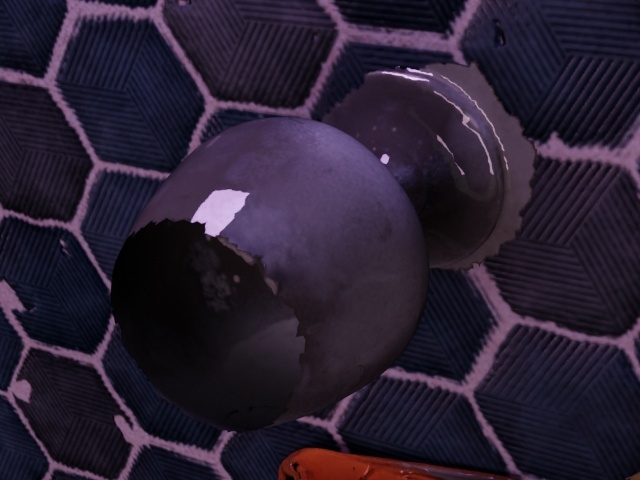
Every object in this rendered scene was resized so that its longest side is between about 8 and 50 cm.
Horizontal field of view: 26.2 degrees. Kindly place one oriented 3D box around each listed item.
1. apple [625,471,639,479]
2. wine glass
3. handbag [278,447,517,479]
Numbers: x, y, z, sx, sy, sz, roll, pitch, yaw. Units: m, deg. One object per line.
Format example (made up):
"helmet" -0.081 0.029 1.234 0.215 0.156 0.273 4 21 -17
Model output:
"apple" 0.340 0.318 1.025 0.314 0.309 0.252 22 124 21
"wine glass" 0.000 0.000 1.082 0.238 0.323 0.238 17 125 26
"handbag" 0.088 0.413 1.384 0.303 0.116 0.410 3 116 30
